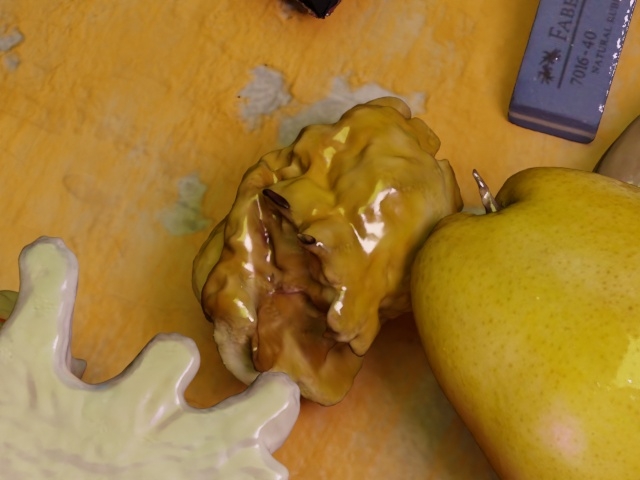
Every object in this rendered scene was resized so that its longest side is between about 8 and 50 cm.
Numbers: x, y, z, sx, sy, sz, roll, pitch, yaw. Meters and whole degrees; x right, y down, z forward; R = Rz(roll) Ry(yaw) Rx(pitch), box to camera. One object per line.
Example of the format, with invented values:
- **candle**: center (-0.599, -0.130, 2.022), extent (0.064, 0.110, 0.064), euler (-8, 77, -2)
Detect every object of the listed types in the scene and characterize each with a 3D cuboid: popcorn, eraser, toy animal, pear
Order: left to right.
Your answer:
- **toy animal**: center (-0.175, 0.135, 1.448), extent (0.308, 0.188, 0.266), euler (-12, 70, -7)
- **popcorn**: center (-0.001, 0.004, 1.489), extent (0.190, 0.191, 0.253), euler (24, 53, 33)
- **eraser**: center (0.229, -0.198, 1.601), extent (0.082, 0.036, 0.225), euler (17, 98, 8)
- **pear**: center (0.230, 0.093, 1.388), extent (0.336, 0.285, 0.285), euler (32, 67, -18)

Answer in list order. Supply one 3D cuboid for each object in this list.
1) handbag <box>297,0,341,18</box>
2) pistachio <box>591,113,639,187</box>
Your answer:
- **handbag**: center (0.008, -0.322, 1.653), extent (0.169, 0.155, 0.215), euler (36, 69, 8)
- **pistachio**: center (0.302, -0.057, 1.557), extent (0.206, 0.131, 0.129), euler (-50, 119, -23)
